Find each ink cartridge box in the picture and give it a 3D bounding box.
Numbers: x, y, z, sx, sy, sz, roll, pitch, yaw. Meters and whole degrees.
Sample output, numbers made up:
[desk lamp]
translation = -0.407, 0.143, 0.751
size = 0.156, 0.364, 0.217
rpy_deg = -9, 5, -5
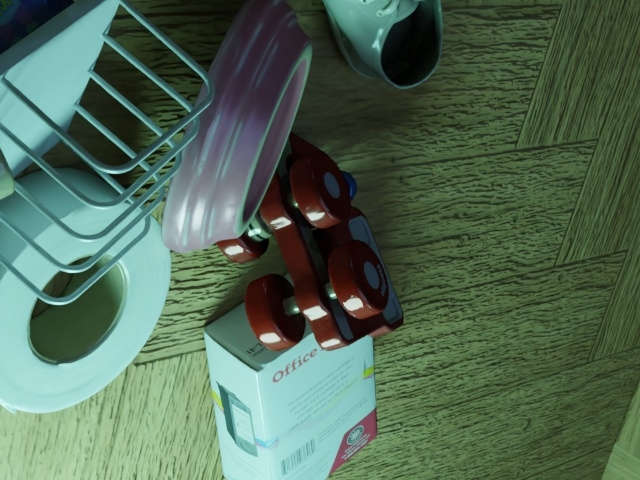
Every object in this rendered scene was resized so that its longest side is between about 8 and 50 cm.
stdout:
[ink cartridge box]
translation = -0.037, 0.212, 2.359
size = 0.226, 0.131, 0.306
rpy_deg = -33, 137, -31

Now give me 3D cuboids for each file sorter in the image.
[file sorter]
translation = -0.250, -0.094, 1.695
size = 0.193, 0.173, 0.278
rpy_deg = -45, 173, -38

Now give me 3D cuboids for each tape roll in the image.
[tape roll]
translation = -0.316, 0.061, 1.927
size = 0.286, 0.100, 0.286
rpy_deg = -31, 138, -33

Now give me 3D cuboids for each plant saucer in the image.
[plant saucer]
translation = -0.090, -0.133, 1.929
size = 0.332, 0.084, 0.332
rpy_deg = 22, 90, -87

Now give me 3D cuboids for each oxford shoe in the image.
[oxford shoe]
translation = 0.053, -0.350, 2.039
size = 0.169, 0.130, 0.449
rpy_deg = -45, 141, -11

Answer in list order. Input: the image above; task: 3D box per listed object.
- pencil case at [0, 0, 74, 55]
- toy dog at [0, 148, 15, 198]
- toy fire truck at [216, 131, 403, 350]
[pencil case]
translation = -0.391, -0.175, 1.638
size = 0.306, 0.133, 0.119
rpy_deg = -46, -174, -16
[toy dog]
translation = -0.405, -0.146, 1.478
size = 0.334, 0.161, 0.220
rpy_deg = 47, 72, -18
[toy fire truck]
translation = 0.000, 0.000, 2.167
size = 0.169, 0.302, 0.254
rpy_deg = -23, 178, 25
